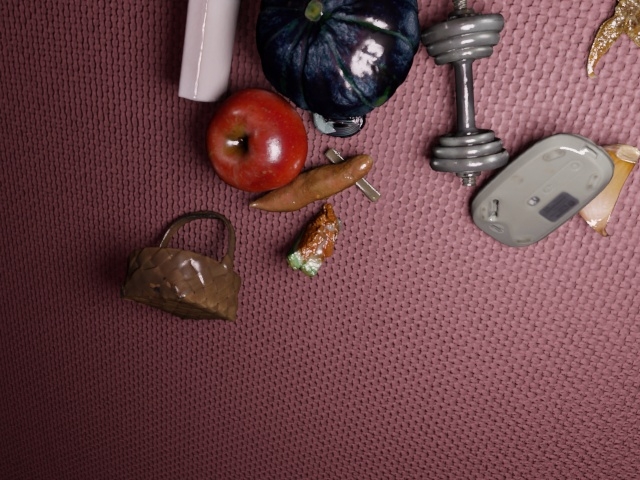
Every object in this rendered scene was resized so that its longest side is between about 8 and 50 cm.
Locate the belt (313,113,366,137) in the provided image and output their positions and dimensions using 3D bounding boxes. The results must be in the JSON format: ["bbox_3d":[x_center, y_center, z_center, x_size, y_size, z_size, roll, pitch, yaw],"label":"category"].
[{"bbox_3d":[0.050,-0.318,1.135,0.140,0.058,0.105,5,106,15],"label":"belt"}]

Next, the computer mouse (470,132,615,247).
[{"bbox_3d":[0.497,-0.110,1.020,0.197,0.095,0.331,33,138,-5],"label":"computer mouse"}]

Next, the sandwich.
[{"bbox_3d":[-0.003,0.005,1.194,0.109,0.184,0.160,41,117,-9],"label":"sandwich"}]

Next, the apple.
[{"bbox_3d":[-0.160,-0.255,1.128,0.261,0.216,0.260,6,107,20],"label":"apple"}]

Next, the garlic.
[{"bbox_3d":[0.644,-0.129,1.007,0.128,0.115,0.206,25,130,43],"label":"garlic"}]

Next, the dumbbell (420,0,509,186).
[{"bbox_3d":[0.325,-0.322,0.992,0.179,0.179,0.405,-4,108,17],"label":"dumbbell"}]

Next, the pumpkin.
[{"bbox_3d":[0.036,-0.449,0.968,0.364,0.266,0.362,3,99,21],"label":"pumpkin"}]

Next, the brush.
[{"bbox_3d":[0.089,-0.178,1.192,0.190,0.027,0.034,42,118,-9],"label":"brush"}]

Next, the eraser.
[{"bbox_3d":[-0.277,-0.492,1.105,0.095,0.174,0.269,18,112,7],"label":"eraser"}]

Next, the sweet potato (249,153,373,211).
[{"bbox_3d":[-0.018,-0.148,1.185,0.355,0.106,0.095,-18,83,20],"label":"sweet potato"}]

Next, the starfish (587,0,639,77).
[{"bbox_3d":[0.667,-0.459,0.922,0.138,0.050,0.247,17,119,9],"label":"starfish"}]

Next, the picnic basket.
[{"bbox_3d":[-0.380,0.057,1.296,0.293,0.337,0.336,-2,108,23],"label":"picnic basket"}]
